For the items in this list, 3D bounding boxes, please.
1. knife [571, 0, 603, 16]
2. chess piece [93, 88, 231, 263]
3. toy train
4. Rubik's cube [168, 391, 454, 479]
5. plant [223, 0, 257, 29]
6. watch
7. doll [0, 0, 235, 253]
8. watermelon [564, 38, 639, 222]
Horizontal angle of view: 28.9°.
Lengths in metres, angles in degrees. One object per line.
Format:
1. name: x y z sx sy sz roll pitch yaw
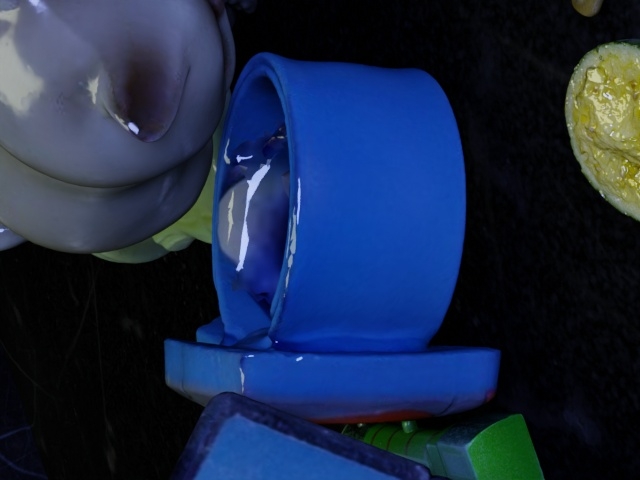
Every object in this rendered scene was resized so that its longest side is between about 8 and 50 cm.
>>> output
1. knife: 0.170 -0.236 0.674 0.256 0.022 0.046 100 148 -43
2. chess piece: -0.146 -0.072 1.300 0.298 0.176 0.175 -9 97 51
3. toy train: 0.093 0.195 1.005 0.251 0.085 0.119 -9 103 62
4. Rubik's cube: 0.007 0.338 0.823 0.316 0.318 0.313 20 148 10
5. plant: -0.160 -0.312 1.122 0.188 0.199 0.276 -122 33 -43
6. watch: 0.000 0.000 0.972 0.305 0.241 0.274 -177 89 -70
7. doll: -0.184 -0.112 0.994 0.215 0.226 0.370 50 152 2
8. watermelon: 0.187 -0.065 0.689 0.105 0.062 0.105 43 147 38
